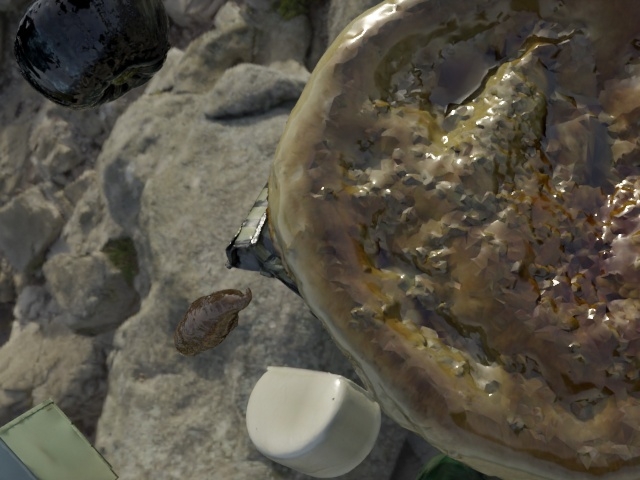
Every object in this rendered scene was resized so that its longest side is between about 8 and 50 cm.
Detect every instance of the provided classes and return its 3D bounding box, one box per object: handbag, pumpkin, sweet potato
[{"bbox_3d":[0.000,0.000,1.493,0.162,0.325,0.327,-43,16,45],"label":"handbag"},{"bbox_3d":[-0.327,-0.294,1.035,0.233,0.233,0.163,-36,94,23],"label":"pumpkin"},{"bbox_3d":[-0.128,0.093,0.842,0.206,0.068,0.060,-40,68,55],"label":"sweet potato"}]

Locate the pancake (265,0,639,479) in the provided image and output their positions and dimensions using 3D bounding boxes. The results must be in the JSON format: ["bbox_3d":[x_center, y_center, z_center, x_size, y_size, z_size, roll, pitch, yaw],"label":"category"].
[{"bbox_3d":[0.135,-0.031,0.441,0.356,0.065,0.356,-3,73,11],"label":"pancake"}]

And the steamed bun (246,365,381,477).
[{"bbox_3d":[-0.022,0.326,1.268,0.242,0.146,0.164,-5,57,47],"label":"steamed bun"}]

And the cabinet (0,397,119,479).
[{"bbox_3d":[-0.518,0.438,1.330,0.206,0.150,0.145,45,113,5],"label":"cabinet"}]

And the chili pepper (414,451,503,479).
[{"bbox_3d":[0.224,0.395,0.916,0.249,0.256,0.233,4,108,11],"label":"chili pepper"}]
